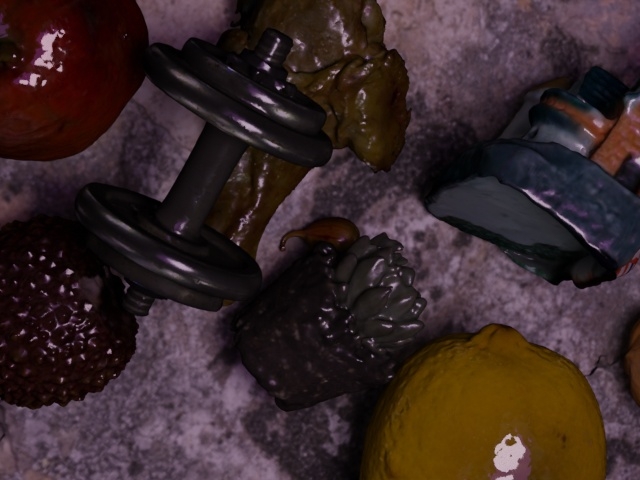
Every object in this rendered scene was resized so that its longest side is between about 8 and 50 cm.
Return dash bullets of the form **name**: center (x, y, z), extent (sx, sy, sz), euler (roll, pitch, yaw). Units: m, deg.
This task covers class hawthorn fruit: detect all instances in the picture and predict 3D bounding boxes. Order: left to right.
- **hawthorn fruit**: center (-0.265, -0.169, 1.418), extent (0.224, 0.261, 0.224), euler (-2, 103, -8)

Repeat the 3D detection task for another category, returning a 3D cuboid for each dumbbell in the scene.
- **dumbbell**: center (-0.105, -0.060, 1.426), extent (0.192, 0.192, 0.290), euler (26, 101, -18)

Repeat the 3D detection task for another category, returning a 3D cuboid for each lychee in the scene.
- **lychee**: center (-0.266, 0.073, 1.492), extent (0.188, 0.188, 0.188), euler (-2, 96, -18)

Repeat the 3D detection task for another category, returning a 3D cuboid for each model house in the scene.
- **model house**: center (0.274, -0.107, 1.605), extent (0.184, 0.253, 0.291), euler (39, 79, -2)

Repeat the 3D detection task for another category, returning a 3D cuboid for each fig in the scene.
- **fig**: center (0.000, 0.000, 1.636), extent (0.083, 0.050, 0.050), euler (0, 96, 4)

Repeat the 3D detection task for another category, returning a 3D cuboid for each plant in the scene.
- **plant**: center (0.016, 0.081, 1.583), extent (0.194, 0.129, 0.132), euler (-30, 125, 11)

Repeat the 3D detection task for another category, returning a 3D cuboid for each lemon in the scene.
- **lemon**: center (0.164, 0.229, 1.600), extent (0.260, 0.260, 0.284), euler (-12, 89, -16)

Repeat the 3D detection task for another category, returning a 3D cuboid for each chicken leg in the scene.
- **chicken leg**: center (-0.023, -0.103, 1.575), extent (0.211, 0.140, 0.361), euler (15, 101, 2)

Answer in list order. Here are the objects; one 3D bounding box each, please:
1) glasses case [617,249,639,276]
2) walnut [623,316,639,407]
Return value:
- **glasses case**: center (0.333, -0.054, 1.731), extent (0.073, 0.049, 0.194), euler (18, 90, -17)
- **walnut**: center (0.425, 0.139, 1.728), extent (0.206, 0.159, 0.159), euler (10, 92, -19)
